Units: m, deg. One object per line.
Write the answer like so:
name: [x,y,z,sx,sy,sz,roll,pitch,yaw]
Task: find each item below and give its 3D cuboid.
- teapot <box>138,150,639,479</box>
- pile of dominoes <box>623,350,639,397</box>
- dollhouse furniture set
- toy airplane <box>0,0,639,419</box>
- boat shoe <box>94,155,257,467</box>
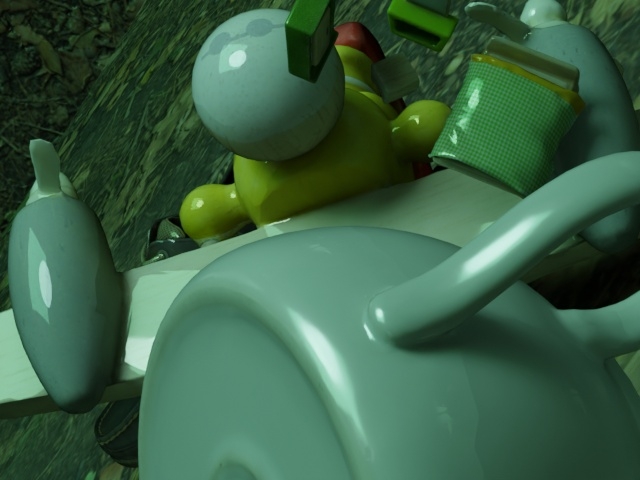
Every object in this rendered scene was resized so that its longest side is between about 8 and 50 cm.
teapot: [0.052,0.102,0.606,0.256,0.187,0.252,-5,93,61]
pile of dominoes: [0.149,0.142,0.608,0.251,0.040,0.196,-81,12,-49]
dollhouse furniture set: [0.060,-0.087,0.752,0.058,0.152,0.076,93,-159,-70]
toy airplane: [0.000,0.000,0.863,0.386,0.272,0.384,-42,37,-23]
boat shoe: [-0.095,0.026,1.276,0.355,0.130,0.132,-55,19,-4]
